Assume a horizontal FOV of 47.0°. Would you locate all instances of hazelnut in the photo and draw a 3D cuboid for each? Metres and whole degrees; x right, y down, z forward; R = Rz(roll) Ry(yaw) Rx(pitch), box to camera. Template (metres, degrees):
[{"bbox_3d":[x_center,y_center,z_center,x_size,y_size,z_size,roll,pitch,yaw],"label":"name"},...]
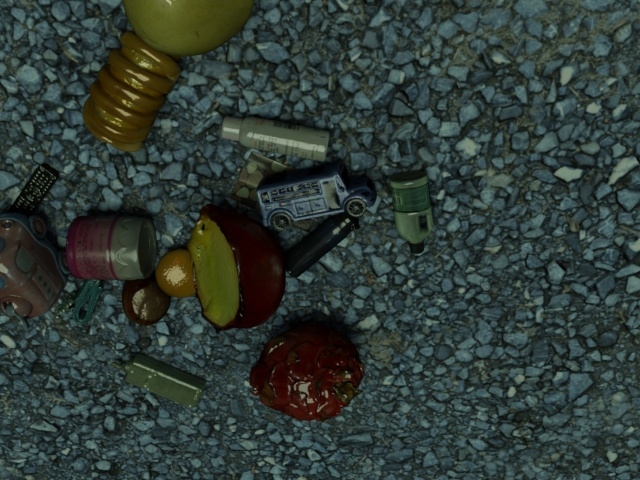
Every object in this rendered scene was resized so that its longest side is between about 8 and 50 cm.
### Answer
[{"bbox_3d":[-0.499,0.164,2.084,0.143,0.143,0.154,-14,109,12],"label":"hazelnut"}]

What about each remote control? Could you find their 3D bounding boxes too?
[{"bbox_3d":[-0.795,-0.110,2.008,0.063,0.025,0.245,38,116,-15],"label":"remote control"}]

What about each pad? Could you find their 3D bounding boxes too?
[{"bbox_3d":[-0.106,-0.127,1.952,0.235,0.003,0.158,24,118,-8],"label":"pad"}]

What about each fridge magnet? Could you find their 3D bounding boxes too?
[{"bbox_3d":[-0.387,0.091,2.051,0.143,0.063,0.142,-3,105,-9],"label":"fridge magnet"}]

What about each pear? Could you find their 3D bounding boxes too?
[{"bbox_3d":[-0.280,-0.550,1.573,0.310,0.309,0.309,2,119,4],"label":"pear"}]

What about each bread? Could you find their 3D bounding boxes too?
[{"bbox_3d":[-0.460,-0.367,1.783,0.173,0.121,0.311,29,116,-10],"label":"bread"}]

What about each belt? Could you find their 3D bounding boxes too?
[{"bbox_3d":[-0.690,0.162,2.133,0.100,0.065,0.179,23,117,-18],"label":"belt"}]

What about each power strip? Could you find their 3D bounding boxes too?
[{"bbox_3d":[-0.502,0.423,2.264,0.288,0.053,0.093,25,119,-8],"label":"power strip"}]

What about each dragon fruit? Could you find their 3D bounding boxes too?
[{"bbox_3d":[-0.033,0.373,2.073,0.343,0.277,0.277,8,125,36],"label":"dragon fruit"}]

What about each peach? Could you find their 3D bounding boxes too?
[{"bbox_3d":[-0.212,0.060,1.960,0.258,0.201,0.361,6,111,49],"label":"peach"}]

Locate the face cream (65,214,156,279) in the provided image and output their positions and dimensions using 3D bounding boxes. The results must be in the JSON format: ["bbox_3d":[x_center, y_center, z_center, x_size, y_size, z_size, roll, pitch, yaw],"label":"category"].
[{"bbox_3d":[-0.557,0.019,1.975,0.195,0.175,0.175,1,119,6],"label":"face cream"}]

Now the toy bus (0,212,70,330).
[{"bbox_3d":[-0.826,0.084,1.987,0.197,0.231,0.294,-14,130,12],"label":"toy bus"}]

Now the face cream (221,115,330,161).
[{"bbox_3d":[-0.114,-0.259,1.836,0.269,0.082,0.081,11,119,-2],"label":"face cream"}]

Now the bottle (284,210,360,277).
[{"bbox_3d":[0.000,0.000,1.977,0.244,0.072,0.082,-39,68,23],"label":"bottle"}]

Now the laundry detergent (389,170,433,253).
[{"bbox_3d":[0.242,-0.066,1.918,0.099,0.070,0.225,-10,117,3],"label":"laundry detergent"}]

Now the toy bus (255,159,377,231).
[{"bbox_3d":[-0.009,-0.122,1.873,0.292,0.125,0.133,-10,114,13],"label":"toy bus"}]
